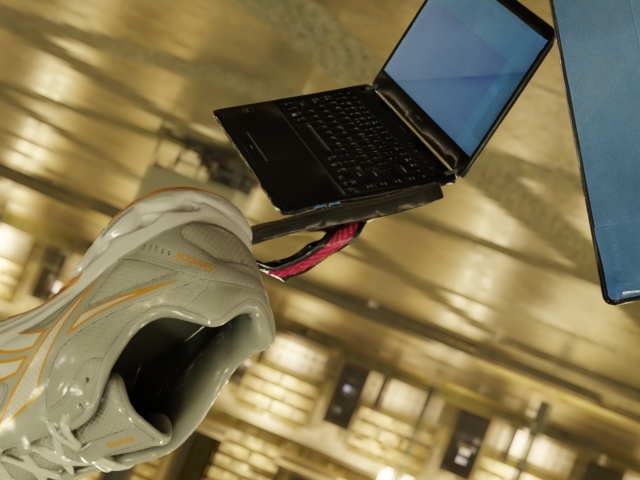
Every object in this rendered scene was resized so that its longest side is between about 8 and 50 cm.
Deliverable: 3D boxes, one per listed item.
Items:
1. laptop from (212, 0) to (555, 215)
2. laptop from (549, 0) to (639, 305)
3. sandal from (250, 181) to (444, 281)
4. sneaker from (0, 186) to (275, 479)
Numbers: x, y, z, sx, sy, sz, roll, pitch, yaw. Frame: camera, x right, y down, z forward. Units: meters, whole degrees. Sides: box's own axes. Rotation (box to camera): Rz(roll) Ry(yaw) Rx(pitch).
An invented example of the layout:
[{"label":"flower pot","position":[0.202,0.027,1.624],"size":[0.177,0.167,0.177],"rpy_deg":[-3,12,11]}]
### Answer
[{"label":"laptop","position":[0.051,-0.151,1.396],"size":[0.264,0.136,0.234],"rpy_deg":[-11,-150,-15]},{"label":"laptop","position":[0.364,-0.204,1.077],"size":[0.236,0.381,0.408],"rpy_deg":[3,151,-15]},{"label":"sandal","position":[0.000,0.000,0.998],"size":[0.179,0.040,0.067],"rpy_deg":[-14,-176,-10]},{"label":"sneaker","position":[-0.132,0.088,0.782],"size":[0.099,0.262,0.121],"rpy_deg":[40,-171,-33]}]
